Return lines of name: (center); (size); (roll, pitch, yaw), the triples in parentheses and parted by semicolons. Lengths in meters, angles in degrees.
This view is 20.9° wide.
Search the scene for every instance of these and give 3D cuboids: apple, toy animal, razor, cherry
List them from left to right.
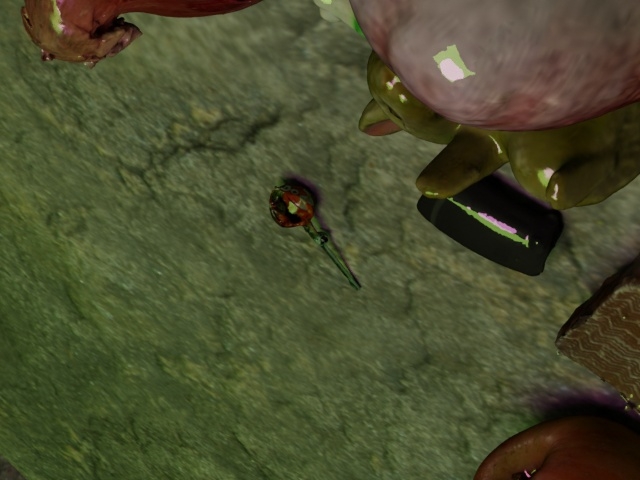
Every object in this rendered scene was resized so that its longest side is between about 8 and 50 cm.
toy animal: (0.120, -0.137, 1.518); (0.363, 0.180, 0.181); (12, 106, 28)
razor: (0.170, -0.020, 1.759); (0.148, 0.054, 0.090); (32, 153, 10)
cherry: (0.160, -0.246, 1.214); (0.291, 0.335, 0.326); (4, 115, 67)
apple: (0.295, 0.325, 1.932); (0.241, 0.242, 0.242); (46, 149, -18)

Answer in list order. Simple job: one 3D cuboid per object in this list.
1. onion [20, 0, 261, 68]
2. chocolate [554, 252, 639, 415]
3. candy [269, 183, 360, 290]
onion: (-0.143, -0.340, 1.433); (0.353, 0.353, 0.354); (27, 149, 18)
chocolate: (0.334, 0.085, 1.693); (0.148, 0.093, 0.214); (37, 151, -2)
candy: (0.000, 0.000, 1.991); (0.055, 0.049, 0.185); (14, 152, 46)
